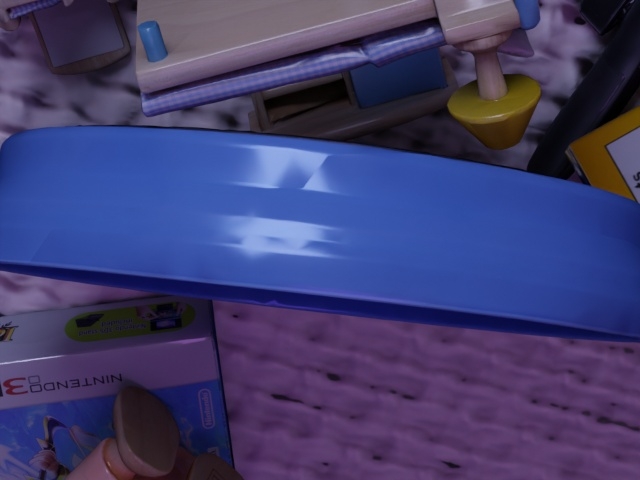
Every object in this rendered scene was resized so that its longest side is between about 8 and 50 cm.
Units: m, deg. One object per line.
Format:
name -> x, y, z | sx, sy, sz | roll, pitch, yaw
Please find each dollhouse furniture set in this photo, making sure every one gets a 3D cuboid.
dollhouse furniture set -> -0.033, -0.083, 0.876 | 0.286, 0.303, 0.198 | -15, 121, 2

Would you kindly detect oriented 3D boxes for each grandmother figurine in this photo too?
grandmother figurine -> -0.195, 0.262, 1.124 | 0.342, 0.104, 0.208 | -43, 90, 21

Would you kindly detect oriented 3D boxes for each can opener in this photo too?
can opener -> 0.191, -0.111, 1.043 | 0.059, 0.073, 0.186 | -13, 137, -47

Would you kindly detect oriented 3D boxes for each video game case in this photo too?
video game case -> -0.184, 0.175, 1.159 | 0.244, 0.061, 0.269 | -7, 122, -2

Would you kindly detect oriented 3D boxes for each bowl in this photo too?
bowl -> 0.000, 0.000, 0.910 | 0.391, 0.391, 0.077 | 7, 87, -12

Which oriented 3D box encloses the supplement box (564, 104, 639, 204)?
supplement box -> 0.371, -0.030, 1.003 | 0.357, 0.194, 0.195 | -29, 136, 10
